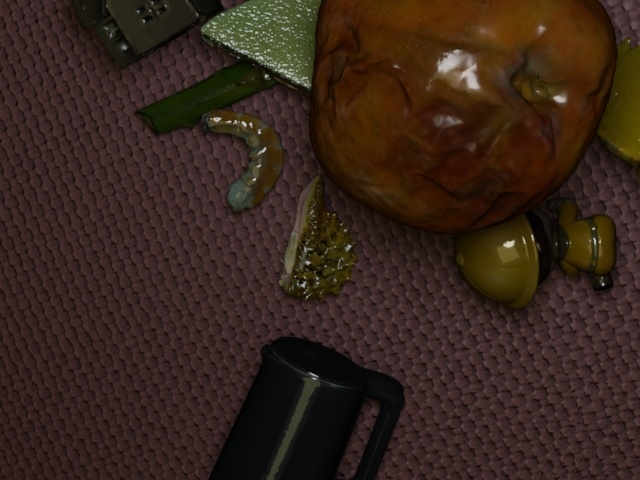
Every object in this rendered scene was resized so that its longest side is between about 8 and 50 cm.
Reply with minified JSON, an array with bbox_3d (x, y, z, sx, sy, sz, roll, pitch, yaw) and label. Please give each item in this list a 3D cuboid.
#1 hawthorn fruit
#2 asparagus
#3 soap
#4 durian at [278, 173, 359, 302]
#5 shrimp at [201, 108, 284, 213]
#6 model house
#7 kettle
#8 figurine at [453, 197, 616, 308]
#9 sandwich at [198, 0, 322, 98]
[{"bbox_3d":[0.189,-0.226,1.602,0.472,0.472,0.472,2,102,9],"label":"hawthorn fruit"},{"bbox_3d":[-0.182,-0.243,1.878,0.277,0.060,0.067,-24,89,14],"label":"asparagus"},{"bbox_3d":[0.514,-0.154,1.654,0.338,0.304,0.169,38,102,0],"label":"soap"},{"bbox_3d":[-0.008,0.002,1.890,0.140,0.078,0.224,1,103,9],"label":"durian"},{"bbox_3d":[-0.146,-0.136,1.880,0.166,0.049,0.161,31,101,-19],"label":"shrimp"},{"bbox_3d":[-0.304,-0.421,1.782,0.204,0.211,0.243,-29,101,12],"label":"model house"},{"bbox_3d":[-0.026,0.348,1.907,0.262,0.203,0.308,24,102,6],"label":"kettle"},{"bbox_3d":[0.340,0.009,1.790,0.257,0.167,0.192,-7,87,9],"label":"figurine"},{"bbox_3d":[-0.039,-0.357,1.801,0.245,0.063,0.212,28,81,-5],"label":"sandwich"}]
